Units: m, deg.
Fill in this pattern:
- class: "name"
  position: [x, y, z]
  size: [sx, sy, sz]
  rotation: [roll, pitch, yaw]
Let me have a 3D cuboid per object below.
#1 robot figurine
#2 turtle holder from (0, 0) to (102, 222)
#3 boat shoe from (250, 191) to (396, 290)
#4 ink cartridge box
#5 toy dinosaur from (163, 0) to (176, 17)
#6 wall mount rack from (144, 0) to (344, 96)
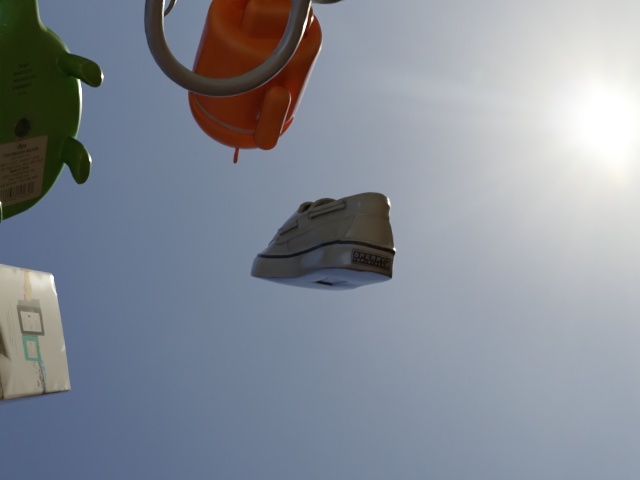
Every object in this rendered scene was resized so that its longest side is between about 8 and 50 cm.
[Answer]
- class: "robot figurine"
  position: [-0.074, -0.190, 1.199]
  size: [0.158, 0.219, 0.128]
  rotation: [37, -132, 12]
- class: "turtle holder"
  position: [-0.435, -0.187, 1.363]
  size: [0.243, 0.227, 0.320]
  rotation: [-50, -30, -30]
- class: "boat shoe"
  position: [0.000, 0.000, 1.130]
  size: [0.096, 0.267, 0.088]
  rotation: [11, -99, -17]
- class: "ink cartridge box"
  position: [-0.518, 0.150, 1.625]
  size: [0.270, 0.198, 0.197]
  rotation: [40, -141, -81]
- class: "toy dinosaur"
  position: [-0.144, -0.295, 1.096]
  size: [0.093, 0.053, 0.183]
  rotation: [-120, 19, -51]
- class: "wall mount rack"
  position: [-0.009, -0.275, 0.730]
  size: [0.304, 0.350, 0.130]
  rotation: [1, -150, -29]
